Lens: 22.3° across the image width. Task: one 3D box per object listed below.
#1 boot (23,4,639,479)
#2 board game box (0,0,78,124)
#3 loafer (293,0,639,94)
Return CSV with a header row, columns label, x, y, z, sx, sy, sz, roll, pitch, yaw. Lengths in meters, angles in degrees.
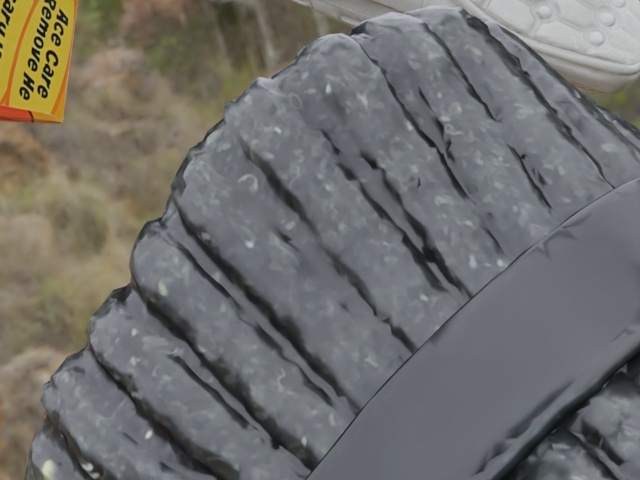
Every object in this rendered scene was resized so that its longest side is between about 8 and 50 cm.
label,x,y,z,sx,sy,sz,roll,pitch,yaw
boot,0.013,0.120,0.309,0.260,0.131,0.348,33,62,29
board game box,-0.357,-0.267,0.829,0.356,0.356,0.356,8,0,35
loafer,0.091,-0.183,1.188,0.319,0.111,0.112,27,60,15
